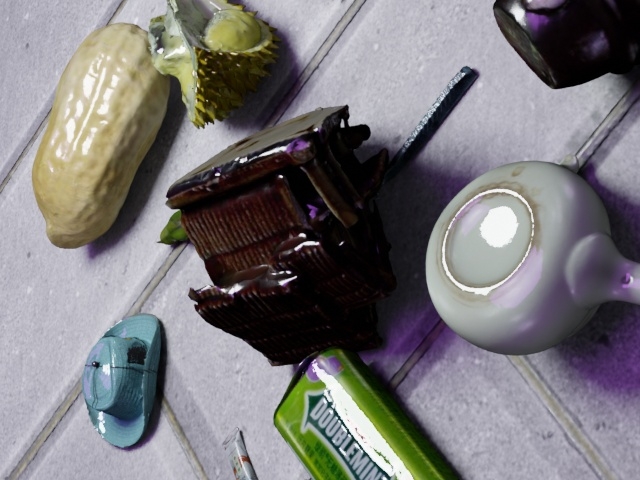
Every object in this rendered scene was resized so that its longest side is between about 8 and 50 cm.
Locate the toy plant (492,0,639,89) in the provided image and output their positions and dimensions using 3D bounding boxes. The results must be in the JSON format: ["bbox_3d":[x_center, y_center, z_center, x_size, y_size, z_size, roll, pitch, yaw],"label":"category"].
[{"bbox_3d":[0.303,-0.275,1.604,0.235,0.175,0.218,-34,56,-2],"label":"toy plant"}]

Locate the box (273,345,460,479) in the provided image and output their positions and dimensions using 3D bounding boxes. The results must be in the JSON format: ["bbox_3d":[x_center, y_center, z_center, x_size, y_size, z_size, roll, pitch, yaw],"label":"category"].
[{"bbox_3d":[0.072,0.269,1.685,0.134,0.097,0.345,-56,45,17],"label":"box"}]

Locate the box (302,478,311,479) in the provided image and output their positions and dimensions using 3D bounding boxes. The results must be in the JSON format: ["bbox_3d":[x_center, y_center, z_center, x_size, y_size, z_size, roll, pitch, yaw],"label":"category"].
[{"bbox_3d":[0.014,0.409,1.718,0.155,0.067,0.243,-54,46,15],"label":"box"}]

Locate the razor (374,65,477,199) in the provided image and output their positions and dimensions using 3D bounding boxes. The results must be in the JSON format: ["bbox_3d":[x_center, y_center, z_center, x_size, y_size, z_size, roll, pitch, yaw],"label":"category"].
[{"bbox_3d":[0.120,-0.134,1.830,0.190,0.033,0.066,-49,45,15],"label":"razor"}]

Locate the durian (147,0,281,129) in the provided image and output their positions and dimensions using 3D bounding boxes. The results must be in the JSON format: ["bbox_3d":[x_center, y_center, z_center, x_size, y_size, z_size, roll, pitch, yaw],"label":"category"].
[{"bbox_3d":[-0.161,-0.266,2.062,0.172,0.166,0.306,-42,39,25],"label":"durian"}]

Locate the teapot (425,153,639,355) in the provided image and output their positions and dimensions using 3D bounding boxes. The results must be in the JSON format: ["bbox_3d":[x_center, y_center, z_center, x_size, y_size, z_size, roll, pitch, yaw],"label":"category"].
[{"bbox_3d":[0.250,0.045,1.544,0.220,0.149,0.318,-54,44,8],"label":"teapot"}]

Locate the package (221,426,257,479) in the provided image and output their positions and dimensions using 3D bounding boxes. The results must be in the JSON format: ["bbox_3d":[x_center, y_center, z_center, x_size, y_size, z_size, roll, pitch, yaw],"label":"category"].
[{"bbox_3d":[-0.098,0.287,1.914,0.037,0.015,0.110,-52,45,27],"label":"package"}]

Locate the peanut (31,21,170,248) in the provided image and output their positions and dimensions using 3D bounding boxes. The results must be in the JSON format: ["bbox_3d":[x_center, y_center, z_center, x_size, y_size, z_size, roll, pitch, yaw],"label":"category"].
[{"bbox_3d":[-0.322,-0.148,2.177,0.340,0.158,0.174,-66,19,2],"label":"peanut"}]

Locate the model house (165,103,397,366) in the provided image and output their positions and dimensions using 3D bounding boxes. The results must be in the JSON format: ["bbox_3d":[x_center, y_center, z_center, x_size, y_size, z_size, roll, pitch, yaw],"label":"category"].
[{"bbox_3d":[0.000,0.000,1.801,0.317,0.297,0.282,-19,100,38],"label":"model house"}]

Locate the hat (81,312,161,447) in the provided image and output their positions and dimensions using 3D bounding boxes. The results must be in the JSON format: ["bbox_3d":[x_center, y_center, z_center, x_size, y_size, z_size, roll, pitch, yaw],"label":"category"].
[{"bbox_3d":[-0.283,0.186,2.091,0.138,0.078,0.191,-6,72,46],"label":"hat"}]

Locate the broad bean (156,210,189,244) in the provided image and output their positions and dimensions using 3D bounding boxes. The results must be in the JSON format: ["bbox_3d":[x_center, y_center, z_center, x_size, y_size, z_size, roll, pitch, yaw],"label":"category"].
[{"bbox_3d":[-0.155,-0.030,2.061,0.195,0.046,0.061,-4,71,43],"label":"broad bean"}]
